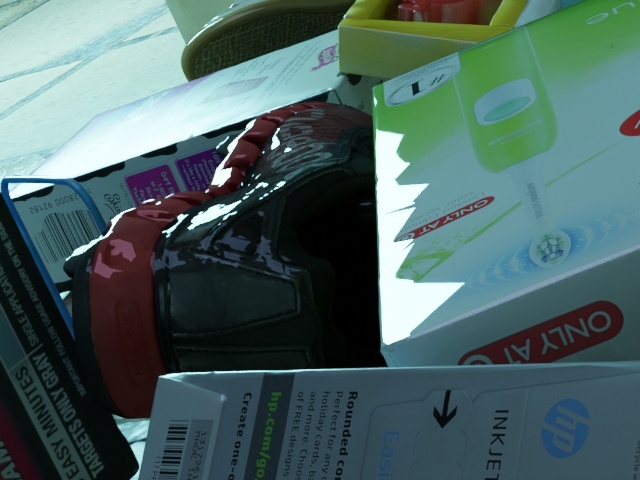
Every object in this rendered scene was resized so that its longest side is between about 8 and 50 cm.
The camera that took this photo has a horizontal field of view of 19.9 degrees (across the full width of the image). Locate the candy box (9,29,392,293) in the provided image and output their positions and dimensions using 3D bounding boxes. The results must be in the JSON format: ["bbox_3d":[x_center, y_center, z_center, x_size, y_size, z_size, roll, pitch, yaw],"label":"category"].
[{"bbox_3d":[-0.057,-0.054,1.106,0.233,0.071,0.159,-17,18,25],"label":"candy box"}]

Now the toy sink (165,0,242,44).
[{"bbox_3d":[-0.003,-0.232,1.435,0.234,0.152,0.131,-34,19,-26],"label":"toy sink"}]

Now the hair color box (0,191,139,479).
[{"bbox_3d":[-0.256,0.114,0.672,0.114,0.185,0.374,-7,24,44],"label":"hair color box"}]

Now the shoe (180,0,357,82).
[{"bbox_3d":[0.002,-0.156,1.327,0.219,0.076,0.058,-18,27,-10],"label":"shoe"}]

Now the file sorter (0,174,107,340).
[{"bbox_3d":[-0.183,0.050,0.909,0.170,0.104,0.118,-33,19,-27],"label":"file sorter"}]

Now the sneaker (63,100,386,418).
[{"bbox_3d":[0.000,0.001,0.826,0.135,0.097,0.276,-4,17,22],"label":"sneaker"}]

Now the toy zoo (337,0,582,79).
[{"bbox_3d":[0.126,-0.138,1.058,0.192,0.030,0.293,5,25,15],"label":"toy zoo"}]

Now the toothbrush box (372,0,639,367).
[{"bbox_3d":[0.133,-0.005,0.612,0.206,0.122,0.283,-22,18,9],"label":"toothbrush box"}]

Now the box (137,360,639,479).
[{"bbox_3d":[0.017,0.103,0.433,0.186,0.038,0.145,-7,68,48],"label":"box"}]
